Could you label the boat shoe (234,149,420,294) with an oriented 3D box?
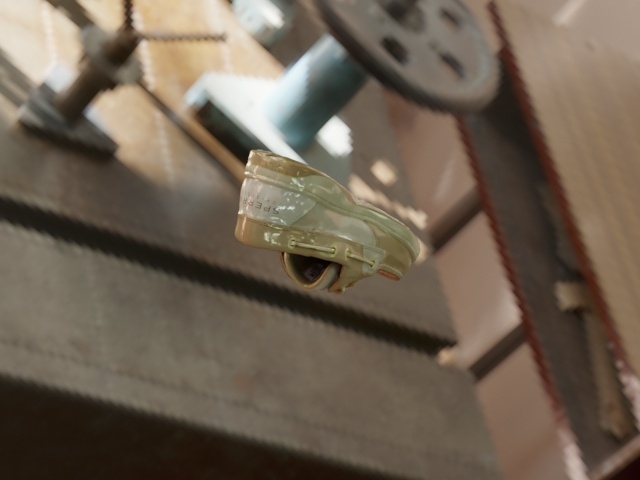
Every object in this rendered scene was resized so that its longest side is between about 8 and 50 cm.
[{"bbox_3d":[0.000,0.000,1.004,0.063,0.059,0.170,19,-6,33],"label":"boat shoe"}]
